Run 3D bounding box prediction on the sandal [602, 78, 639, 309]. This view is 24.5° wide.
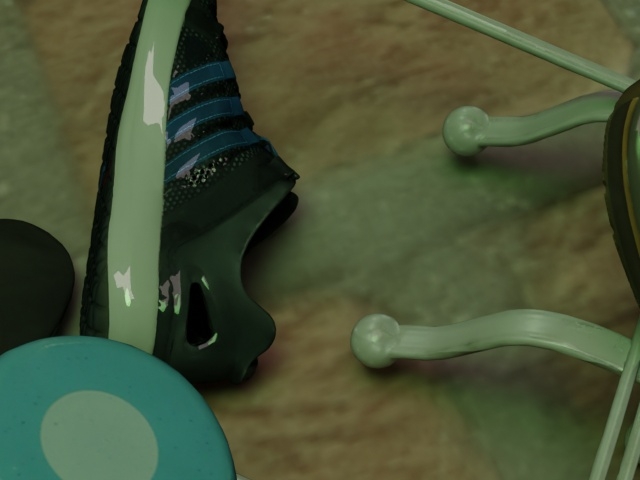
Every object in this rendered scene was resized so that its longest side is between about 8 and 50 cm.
[{"bbox_3d":[0.165,0.040,0.489,0.090,0.060,0.219,-20,87,-42],"label":"sandal"}]

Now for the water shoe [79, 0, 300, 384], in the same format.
[{"bbox_3d":[-0.050,-0.030,0.619,0.080,0.073,0.203,13,59,-14],"label":"water shoe"}]

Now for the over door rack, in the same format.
[{"bbox_3d":[0.000,0.000,0.530,0.324,0.108,0.239,30,58,-8],"label":"over door rack"}]

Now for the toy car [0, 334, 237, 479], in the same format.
[{"bbox_3d":[-0.013,0.166,0.425,0.238,0.219,0.210,8,50,-28],"label":"toy car"}]

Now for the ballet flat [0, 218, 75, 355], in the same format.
[{"bbox_3d":[-0.212,0.063,0.534,0.280,0.096,0.095,-36,61,-21],"label":"ballet flat"}]
